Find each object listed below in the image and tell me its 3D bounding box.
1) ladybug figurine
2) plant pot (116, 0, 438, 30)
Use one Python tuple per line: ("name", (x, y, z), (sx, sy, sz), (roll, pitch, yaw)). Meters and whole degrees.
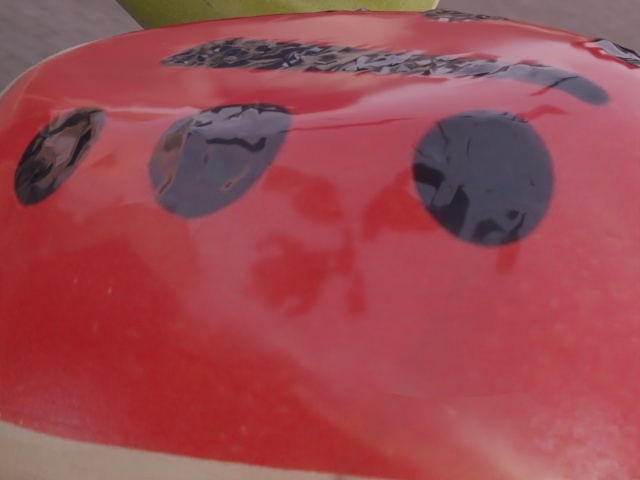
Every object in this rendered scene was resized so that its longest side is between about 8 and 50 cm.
("ladybug figurine", (0.000, 0.000, 0.543), (0.449, 0.162, 0.305), (8, 28, 40))
("plant pot", (-0.054, -0.243, 1.207), (0.293, 0.275, 0.275), (27, 24, -5))
